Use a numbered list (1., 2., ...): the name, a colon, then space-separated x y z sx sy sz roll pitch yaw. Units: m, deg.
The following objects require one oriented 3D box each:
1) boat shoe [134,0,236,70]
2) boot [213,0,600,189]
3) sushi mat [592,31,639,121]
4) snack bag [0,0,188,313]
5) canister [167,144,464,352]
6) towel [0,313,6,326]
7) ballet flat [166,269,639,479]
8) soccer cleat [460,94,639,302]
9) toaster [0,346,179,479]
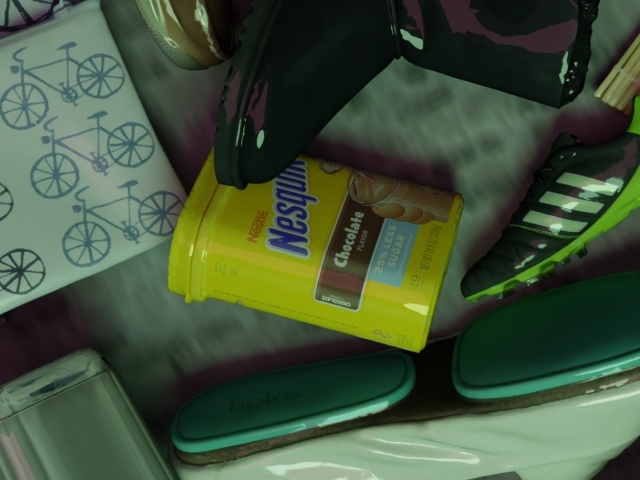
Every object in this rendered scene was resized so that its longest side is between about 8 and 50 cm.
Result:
1. boat shoe: -0.078 -0.274 0.930 0.116 0.123 0.324 -5 98 9
2. boot: 0.063 -0.121 0.909 0.207 0.094 0.246 19 75 9
3. sushi mat: 0.329 -0.178 0.917 0.151 0.019 0.316 37 102 3
4. snack bag: -0.290 -0.100 0.951 0.323 0.037 0.342 -23 87 -18
5. canister: 0.000 0.000 0.950 0.170 0.126 0.073 14 136 6
6. towel: -0.402 0.015 1.025 0.235 0.121 0.283 -32 91 13
7. ballet flat: 0.095 0.123 0.958 0.400 0.139 0.139 -16 94 16
8. soccer cleat: 0.159 -0.025 0.949 0.179 0.060 0.072 -36 80 16
9. toaster: -0.181 0.167 0.968 0.227 0.129 0.146 -32 85 55
